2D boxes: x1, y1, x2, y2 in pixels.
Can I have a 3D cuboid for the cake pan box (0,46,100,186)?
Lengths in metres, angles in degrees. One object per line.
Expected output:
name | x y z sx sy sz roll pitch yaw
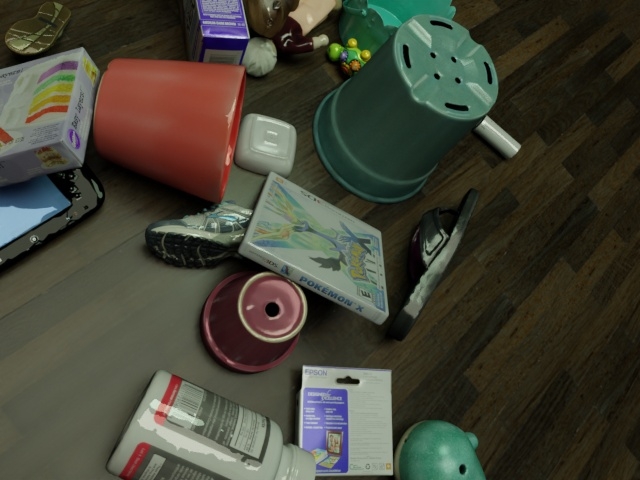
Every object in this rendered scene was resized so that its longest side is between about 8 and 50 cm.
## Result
cake pan box | -0.530 -0.207 0.903 0.267 0.070 0.245 -11 54 7

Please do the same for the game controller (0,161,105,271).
game controller | -0.558 -0.053 0.932 0.319 0.067 0.166 -41 90 -28

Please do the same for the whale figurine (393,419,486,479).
whale figurine | 0.280 0.488 1.052 0.272 0.141 0.216 43 61 -6

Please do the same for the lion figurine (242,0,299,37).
lion figurine | -0.142 -0.584 1.181 0.142 0.240 0.392 0 65 -17

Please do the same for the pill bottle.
pill bottle | -0.175 0.363 0.883 0.319 0.176 0.176 29 63 -11

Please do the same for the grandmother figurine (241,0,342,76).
grandmother figurine | -0.076 -0.527 1.295 0.208 0.104 0.342 28 62 21

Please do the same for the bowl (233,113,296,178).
bowl | -0.120 -0.224 1.188 0.142 0.053 0.141 13 66 -17

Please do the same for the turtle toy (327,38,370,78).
turtle toy | 0.075 -0.467 1.344 0.066 0.095 0.130 -43 75 -7

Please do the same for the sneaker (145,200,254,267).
sneaker | -0.212 -0.020 1.064 0.283 0.110 0.122 2 53 -25

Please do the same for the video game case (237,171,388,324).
video game case | 0.000 0.000 1.065 0.300 0.036 0.329 28 28 -12

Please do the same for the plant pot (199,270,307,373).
plant pot | -0.115 0.142 0.986 0.202 0.180 0.201 8 68 -21

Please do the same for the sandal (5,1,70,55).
sandal | -0.577 -0.429 1.074 0.072 0.049 0.180 29 48 -18

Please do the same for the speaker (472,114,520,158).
speaker | 0.501 -0.292 1.475 0.136 0.055 0.055 38 62 -7

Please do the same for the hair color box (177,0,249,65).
hair color box | -0.254 -0.540 1.168 0.110 0.185 0.338 -5 73 -22

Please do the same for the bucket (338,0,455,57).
bucket | 0.191 -0.596 1.380 0.281 0.183 0.281 8 68 -21

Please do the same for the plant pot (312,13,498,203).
plant pot | 0.198 -0.305 1.193 0.341 0.334 0.340 8 68 -20

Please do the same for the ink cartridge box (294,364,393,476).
ink cartridge box | 0.049 0.363 1.052 0.206 0.045 0.208 9 70 -20

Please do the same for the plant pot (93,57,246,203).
plant pot | -0.288 -0.230 1.016 0.243 0.275 0.274 11 67 -8

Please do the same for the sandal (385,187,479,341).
sandal | 0.250 0.022 1.203 0.107 0.167 0.445 31 61 9
